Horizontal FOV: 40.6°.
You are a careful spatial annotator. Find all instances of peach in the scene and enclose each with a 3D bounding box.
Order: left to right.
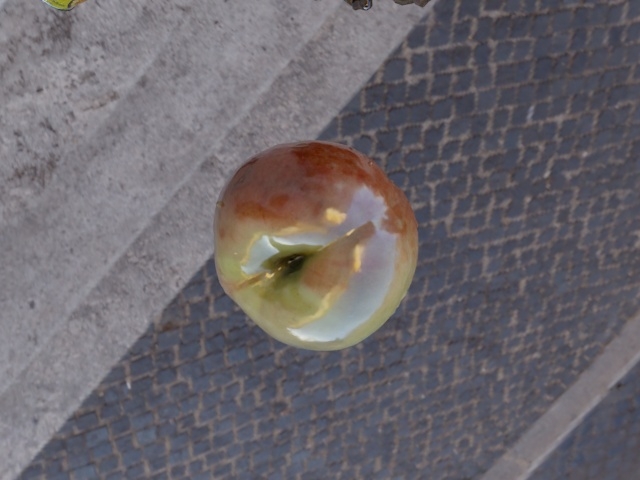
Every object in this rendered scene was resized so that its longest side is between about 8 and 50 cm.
[{"bbox_3d":[0.000,0.000,0.900,0.233,0.232,0.232,-14,128,-19],"label":"peach"}]

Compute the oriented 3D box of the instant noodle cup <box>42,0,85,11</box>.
[{"bbox_3d":[-0.366,-0.440,1.298,0.144,0.182,0.182,-23,136,23],"label":"instant noodle cup"}]

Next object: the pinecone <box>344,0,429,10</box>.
[{"bbox_3d":[0.073,-0.465,1.071,0.398,0.397,0.397,-14,128,-19],"label":"pinecone"}]
